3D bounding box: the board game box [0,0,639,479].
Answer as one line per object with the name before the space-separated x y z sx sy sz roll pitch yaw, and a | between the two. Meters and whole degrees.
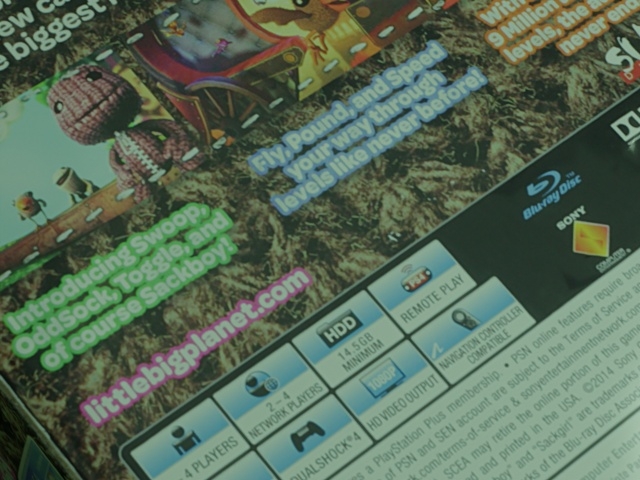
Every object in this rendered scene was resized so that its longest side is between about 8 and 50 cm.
board game box | 0.000 0.000 0.515 0.232 0.141 0.291 -33 72 -23
